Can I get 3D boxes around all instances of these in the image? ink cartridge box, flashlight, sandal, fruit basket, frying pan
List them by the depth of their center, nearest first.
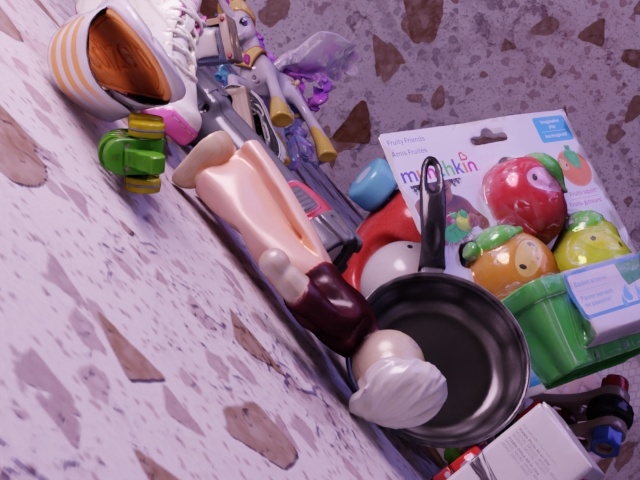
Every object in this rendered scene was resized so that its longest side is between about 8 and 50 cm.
[{"bbox_3d":[0.143,0.202,0.758,0.063,0.150,0.109,52,7,26],"label":"ink cartridge box"},{"bbox_3d":[-0.200,-0.149,0.865,0.102,0.076,0.265,56,-18,-22],"label":"sandal"},{"bbox_3d":[0.099,0.072,1.047,0.053,0.197,0.326,102,-32,-60],"label":"frying pan"},{"bbox_3d":[-0.082,-0.074,1.154,0.304,0.103,0.103,47,9,21],"label":"flashlight"},{"bbox_3d":[0.270,-0.003,1.184,0.165,0.327,0.353,-38,-113,55],"label":"fruit basket"}]

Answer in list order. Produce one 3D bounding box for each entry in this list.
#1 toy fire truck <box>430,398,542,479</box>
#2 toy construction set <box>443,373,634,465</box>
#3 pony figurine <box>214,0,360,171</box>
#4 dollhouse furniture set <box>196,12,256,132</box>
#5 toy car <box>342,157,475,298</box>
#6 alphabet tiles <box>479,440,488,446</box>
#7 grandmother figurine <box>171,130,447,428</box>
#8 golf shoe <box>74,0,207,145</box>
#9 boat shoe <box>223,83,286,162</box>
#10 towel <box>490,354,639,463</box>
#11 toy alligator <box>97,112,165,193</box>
[{"bbox_3d":[0.193,0.229,1.039,0.047,0.135,0.192,51,5,17],"label":"toy fire truck"},{"bbox_3d":[0.250,0.203,1.316,0.257,0.237,0.309,8,51,-13],"label":"toy construction set"},{"bbox_3d":[-0.084,-0.318,1.996,0.351,0.303,0.363,32,34,-54],"label":"pony figurine"},{"bbox_3d":[-0.173,-0.219,1.396,0.129,0.129,0.183,-75,154,-82],"label":"dollhouse furniture set"},{"bbox_3d":[0.118,0.034,1.272,0.219,0.210,0.238,39,3,-13],"label":"toy car"},{"bbox_3d":[0.209,0.256,1.623,0.198,0.009,0.237,49,6,-7],"label":"alphabet tiles"},{"bbox_3d":[-0.007,0.041,0.942,0.342,0.104,0.208,49,14,16],"label":"grandmother figurine"},{"bbox_3d":[-0.185,-0.228,1.102,0.115,0.140,0.306,46,8,-48],"label":"golf shoe"},{"bbox_3d":[-0.131,-0.219,1.746,0.219,0.078,0.070,56,7,35],"label":"boat shoe"},{"bbox_3d":[0.407,0.238,1.657,0.332,0.317,0.053,52,-9,-12],"label":"towel"},{"bbox_3d":[-0.159,-0.079,0.810,0.051,0.056,0.189,4,14,-13],"label":"toy alligator"}]
